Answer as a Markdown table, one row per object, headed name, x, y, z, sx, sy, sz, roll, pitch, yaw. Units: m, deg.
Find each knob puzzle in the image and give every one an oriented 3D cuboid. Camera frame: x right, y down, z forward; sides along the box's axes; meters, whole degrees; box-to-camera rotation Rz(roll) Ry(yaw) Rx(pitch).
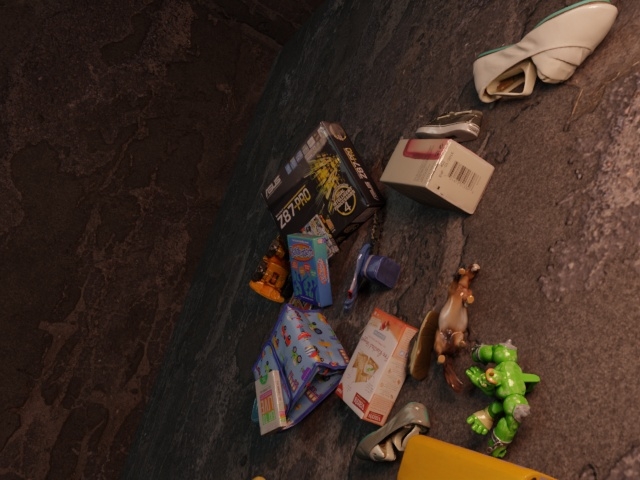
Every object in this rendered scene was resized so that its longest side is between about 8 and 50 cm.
| name | x | y | z | sx | sy | sz | roll | pitch | yaw |
| --- | --- | --- | --- | --- | --- | --- | --- | --- | --- |
| knob puzzle | -0.070 | 0.206 | 1.915 | 0.213 | 0.030 | 0.213 | -47 | 28 | 35 |

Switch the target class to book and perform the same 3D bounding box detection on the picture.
| name | x | y | z | sx | sy | sz | roll | pitch | yaw |
| --- | --- | --- | --- | --- | --- | --- | --- | --- | --- |
| book | -0.128 | 0.425 | 1.518 | 0.096 | 0.035 | 0.144 | -42 | 50 | 44 |

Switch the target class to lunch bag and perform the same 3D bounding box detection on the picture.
| name | x | y | z | sx | sy | sz | roll | pitch | yaw |
| --- | --- | --- | --- | --- | --- | --- | --- | --- | --- |
| lunch bag | 0.154 | 0.078 | 1.495 | 0.065 | 0.098 | 0.067 | 10 | 73 | 47 |
| lunch bag | -0.077 | 0.357 | 1.574 | 0.293 | 0.138 | 0.221 | -55 | 42 | 22 |

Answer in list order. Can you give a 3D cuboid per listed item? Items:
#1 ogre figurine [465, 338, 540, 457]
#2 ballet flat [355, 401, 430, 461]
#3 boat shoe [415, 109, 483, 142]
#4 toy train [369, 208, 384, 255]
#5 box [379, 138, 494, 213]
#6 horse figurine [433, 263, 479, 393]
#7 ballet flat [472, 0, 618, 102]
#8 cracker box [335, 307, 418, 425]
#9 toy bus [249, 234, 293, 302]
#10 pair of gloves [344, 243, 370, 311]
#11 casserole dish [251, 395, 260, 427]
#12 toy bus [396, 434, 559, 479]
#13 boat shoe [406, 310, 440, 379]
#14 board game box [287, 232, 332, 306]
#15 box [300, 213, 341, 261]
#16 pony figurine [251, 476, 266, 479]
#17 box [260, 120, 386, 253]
| name | x | y | z | sx | sy | sz | roll | pitch | yaw |
| --- | --- | --- | --- | --- | --- | --- | --- | --- | --- |
| ogre figurine | 0.308 | 0.254 | 1.000 | 0.118 | 0.097 | 0.197 | 115 | 180 | -48 |
| ballet flat | 0.146 | 0.415 | 1.197 | 0.213 | 0.072 | 0.068 | -51 | 31 | 27 |
| boat shoe | 0.339 | -0.298 | 1.524 | 0.219 | 0.078 | 0.070 | 8 | 75 | 58 |
| toy train | 0.161 | -0.023 | 1.671 | 0.036 | 0.027 | 0.158 | 132 | 154 | -56 |
| box | 0.277 | -0.160 | 1.410 | 0.126 | 0.149 | 0.232 | -64 | 24 | -1 |
| horse figurine | 0.269 | 0.162 | 1.152 | 0.174 | 0.066 | 0.263 | 43 | -121 | -78 |
| ballet flat | 0.482 | -0.392 | 1.279 | 0.400 | 0.139 | 0.139 | -4 | 63 | 68 |
| cracker box | 0.135 | 0.289 | 1.350 | 0.232 | 0.067 | 0.156 | -65 | 23 | -2 |
| toy bus | -0.146 | 0.088 | 2.085 | 0.220 | 0.150 | 0.211 | -60 | 7 | 4 |
| pair of gloves | 0.098 | 0.099 | 1.560 | 0.198 | 0.023 | 0.159 | 86 | -156 | -63 |
| casserole dish | -0.162 | 0.510 | 1.789 | 0.188 | 0.037 | 0.114 | -36 | 35 | 49 |
| toy bus | 0.238 | 0.397 | 0.942 | 0.333 | 0.130 | 0.108 | -12 | 56 | 62 |
| boat shoe | 0.217 | 0.223 | 1.259 | 0.049 | 0.056 | 0.152 | 1 | 67 | 59 |
| board game box | -0.034 | 0.087 | 1.781 | 0.160 | 0.047 | 0.210 | 8 | 106 | 58 |
| box | 0.000 | 0.000 | 1.791 | 0.094 | 0.027 | 0.136 | -43 | 67 | 39 |
| pony figurine | -0.228 | 0.806 | 1.387 | 0.351 | 0.303 | 0.363 | -48 | 12 | 15 |
| box | -0.006 | -0.136 | 1.862 | 0.395 | 0.097 | 0.318 | -42 | 65 | 41 |
